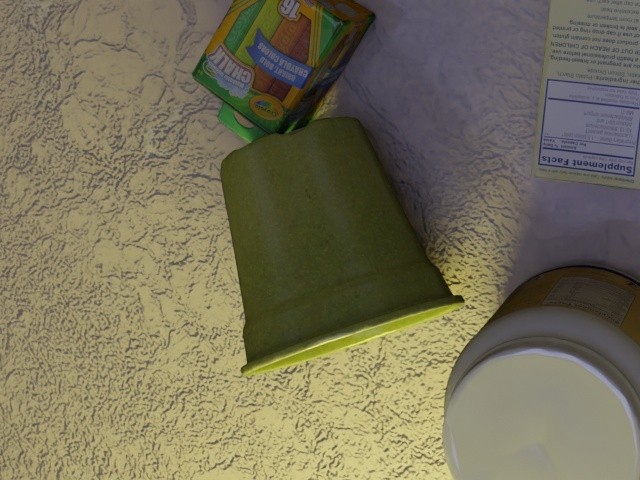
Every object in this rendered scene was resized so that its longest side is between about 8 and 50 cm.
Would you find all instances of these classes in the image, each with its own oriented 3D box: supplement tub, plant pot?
[{"bbox_3d":[0.272,0.170,1.528,0.241,0.331,0.241,4,103,19],"label":"supplement tub"},{"bbox_3d":[0.000,0.000,1.646,0.276,0.276,0.254,-22,82,22],"label":"plant pot"}]

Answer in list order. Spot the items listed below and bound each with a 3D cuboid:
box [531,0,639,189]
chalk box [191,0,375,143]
[{"bbox_3d":[0.316,-0.195,1.497,0.117,0.213,0.243,9,104,18],"label":"box"},{"bbox_3d":[-0.056,-0.213,1.668,0.132,0.132,0.213,36,111,10],"label":"chalk box"}]
